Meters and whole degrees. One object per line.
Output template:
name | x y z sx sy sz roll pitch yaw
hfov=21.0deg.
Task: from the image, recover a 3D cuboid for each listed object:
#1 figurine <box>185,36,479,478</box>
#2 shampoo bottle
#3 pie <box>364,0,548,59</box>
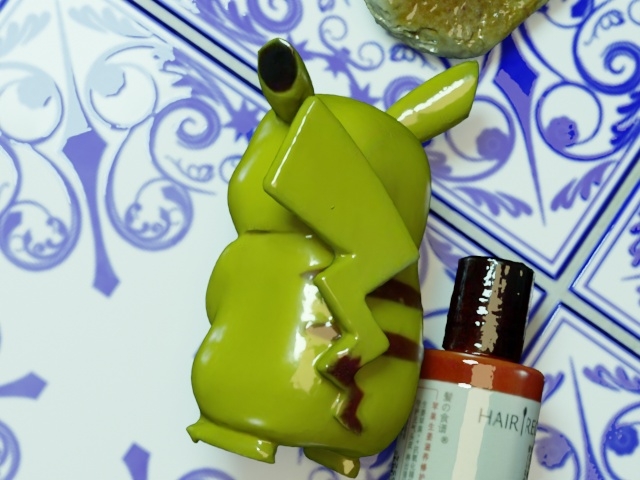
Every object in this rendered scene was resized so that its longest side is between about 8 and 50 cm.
figurine | -0.001 0.007 1.278 0.218 0.169 0.326 16 74 -45
shampoo bottle | 0.111 0.149 1.317 0.104 0.104 0.278 11 83 -5
pie | 0.112 -0.243 1.367 0.195 0.046 0.195 -3 99 -18
